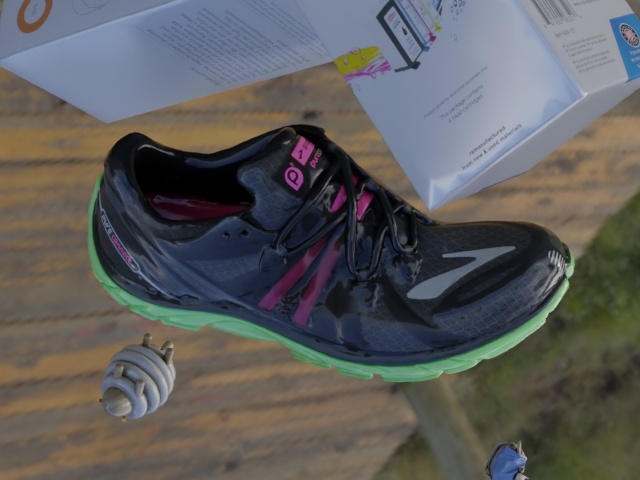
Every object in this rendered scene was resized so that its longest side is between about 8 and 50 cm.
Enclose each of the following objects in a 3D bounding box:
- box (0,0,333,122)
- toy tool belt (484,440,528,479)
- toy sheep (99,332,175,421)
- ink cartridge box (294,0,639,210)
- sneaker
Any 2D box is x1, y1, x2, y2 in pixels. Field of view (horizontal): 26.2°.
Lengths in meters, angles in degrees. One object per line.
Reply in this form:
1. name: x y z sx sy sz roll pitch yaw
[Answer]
1. box: -0.133 -0.274 1.361 0.345 0.215 0.168 -10 155 35
2. toy tool belt: 0.227 0.287 1.682 0.052 0.083 0.051 20 163 1
3. toy sheep: -0.212 0.161 1.623 0.132 0.091 0.091 -43 164 -41
4. ink cartridge box: 0.120 -0.176 1.093 0.168 0.233 0.171 -38 170 38
5. sneaker: 0.000 0.000 1.312 0.482 0.185 0.202 7 130 8
